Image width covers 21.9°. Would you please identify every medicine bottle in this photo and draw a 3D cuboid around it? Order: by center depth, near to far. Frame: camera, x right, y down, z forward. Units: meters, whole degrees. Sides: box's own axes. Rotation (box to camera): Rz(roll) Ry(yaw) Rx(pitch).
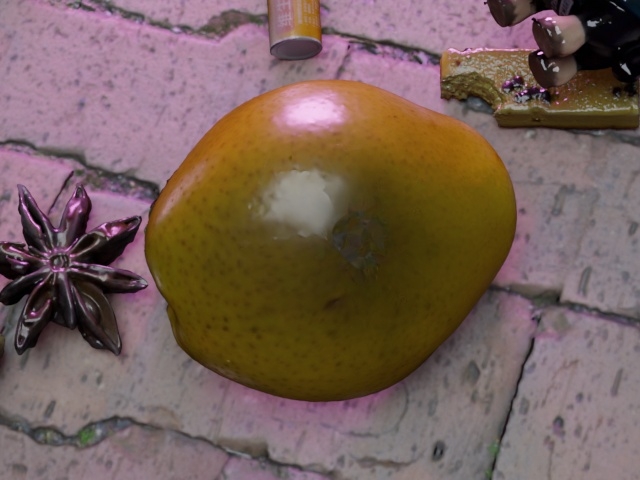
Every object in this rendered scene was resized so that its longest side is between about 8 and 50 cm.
[{"bbox_3d":[-0.033,-0.322,1.926,0.073,0.074,0.218,-6,73,5],"label":"medicine bottle"}]

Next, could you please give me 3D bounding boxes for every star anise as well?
[{"bbox_3d":[-0.303,0.033,1.830,0.231,0.089,0.209,26,64,9],"label":"star anise"}]

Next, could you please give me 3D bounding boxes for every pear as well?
[{"bbox_3d":[0.027,0.005,1.676,0.386,0.191,0.340,-21,100,-11],"label":"pear"}]

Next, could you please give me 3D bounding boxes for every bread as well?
[{"bbox_3d":[0.244,-0.172,1.851,0.226,0.049,0.088,1,72,8],"label":"bread"}]

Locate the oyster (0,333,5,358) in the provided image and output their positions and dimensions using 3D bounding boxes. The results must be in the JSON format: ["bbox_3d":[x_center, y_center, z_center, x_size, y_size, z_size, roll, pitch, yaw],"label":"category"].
[{"bbox_3d":[-0.474,0.213,1.762,0.197,0.133,0.337,28,91,-12],"label":"oyster"}]

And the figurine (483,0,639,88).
[{"bbox_3d":[0.380,-0.301,1.773,0.411,0.241,0.306,-1,47,7],"label":"figurine"}]
